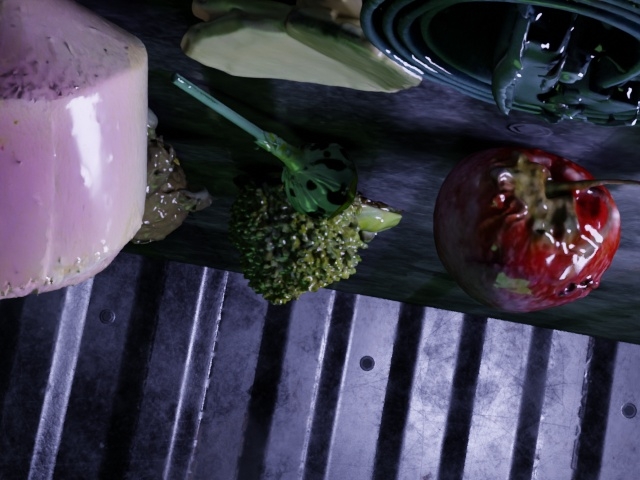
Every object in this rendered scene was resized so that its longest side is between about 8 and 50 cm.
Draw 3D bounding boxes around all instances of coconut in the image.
[{"bbox_3d":[-0.257,-0.099,0.875,0.233,0.245,0.233,2,-158,-1],"label":"coconut"}]

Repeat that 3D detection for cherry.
[{"bbox_3d":[0.212,-0.010,1.138,0.192,0.175,0.249,-1,176,-6],"label":"cherry"}]

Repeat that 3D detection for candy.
[{"bbox_3d":[-0.061,-0.105,1.172,0.083,0.091,0.305,7,165,40],"label":"candy"}]

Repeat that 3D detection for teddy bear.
[{"bbox_3d":[-0.264,-0.081,1.316,0.267,0.156,0.256,3,172,35],"label":"teddy bear"}]

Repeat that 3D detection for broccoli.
[{"bbox_3d":[-0.011,0.011,1.541,0.273,0.180,0.242,15,170,-33],"label":"broccoli"}]

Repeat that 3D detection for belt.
[{"bbox_3d":[0.123,-0.130,0.549,0.206,0.116,0.267,12,176,20],"label":"belt"}]

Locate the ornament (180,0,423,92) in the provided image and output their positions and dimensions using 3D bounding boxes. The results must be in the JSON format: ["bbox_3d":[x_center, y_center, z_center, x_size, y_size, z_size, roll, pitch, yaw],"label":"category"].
[{"bbox_3d":[0.009,-0.147,0.826,0.201,0.059,0.180,8,174,39],"label":"ornament"}]

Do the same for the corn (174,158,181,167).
[{"bbox_3d":[-0.242,-0.095,1.528,0.085,0.063,0.165,-13,177,-7],"label":"corn"}]
